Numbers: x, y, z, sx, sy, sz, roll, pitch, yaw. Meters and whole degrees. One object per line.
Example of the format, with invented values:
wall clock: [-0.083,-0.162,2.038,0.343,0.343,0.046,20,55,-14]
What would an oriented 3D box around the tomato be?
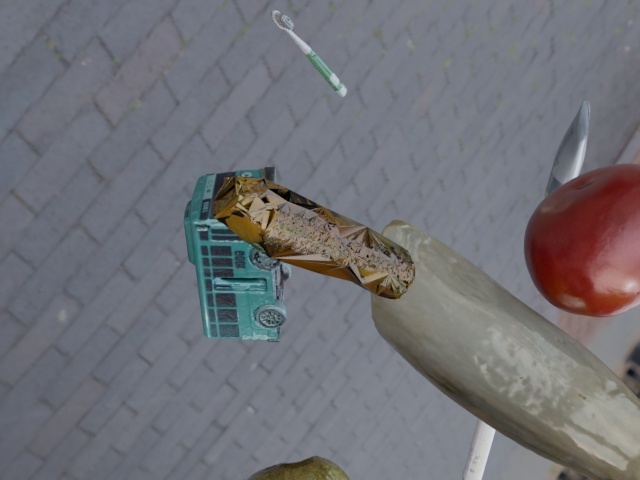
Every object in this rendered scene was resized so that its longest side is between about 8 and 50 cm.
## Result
tomato: [0.316,-0.006,1.185,0.195,0.136,0.195,-29,-164,9]

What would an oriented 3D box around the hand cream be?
hand cream: [0.414,-0.135,1.782,0.255,0.048,0.079,89,7,-63]

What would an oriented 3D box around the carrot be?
carrot: [0.001,-0.001,1.041,0.229,0.069,0.069,24,102,-32]

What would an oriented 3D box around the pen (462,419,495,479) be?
pen: [0.249,0.251,1.570,0.033,0.033,0.268,-27,135,-48]

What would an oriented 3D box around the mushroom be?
mushroom: [0.213,0.145,1.174,0.137,0.407,0.154,-36,157,-39]

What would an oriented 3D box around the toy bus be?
toy bus: [-0.120,0.022,1.587,0.128,0.147,0.256,-88,177,-49]

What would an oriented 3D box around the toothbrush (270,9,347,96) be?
toothbrush: [-0.011,-0.276,1.608,0.018,0.024,0.257,-61,151,-6]

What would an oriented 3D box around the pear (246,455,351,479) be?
pear: [-0.028,0.342,1.327,0.167,0.167,0.136,46,37,-67]
